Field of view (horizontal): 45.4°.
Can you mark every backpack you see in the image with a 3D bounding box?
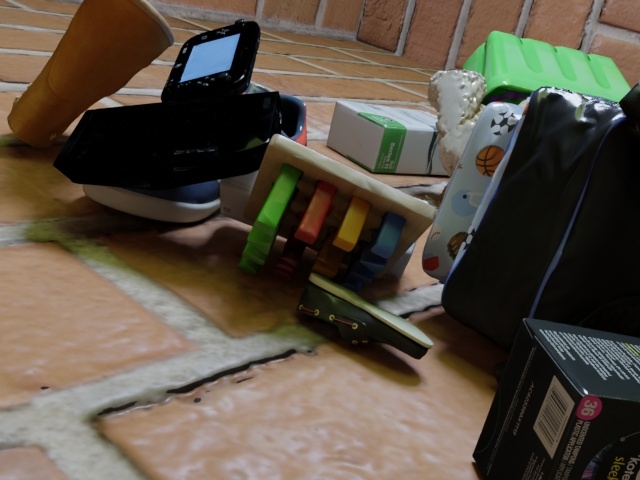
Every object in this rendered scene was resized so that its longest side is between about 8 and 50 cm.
[{"bbox_3d":[0.248,-0.006,0.754,0.263,0.277,0.213,14,16,-41],"label":"backpack"}]

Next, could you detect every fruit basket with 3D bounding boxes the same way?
[{"bbox_3d":[0.445,-0.197,1.478,0.392,0.283,0.392,9,63,-19],"label":"fruit basket"}]

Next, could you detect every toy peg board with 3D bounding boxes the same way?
[{"bbox_3d":[0.000,0.000,0.727,0.160,0.079,0.161,25,-25,-4],"label":"toy peg board"}]

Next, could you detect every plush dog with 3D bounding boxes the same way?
[{"bbox_3d":[0.279,-0.122,1.169,0.262,0.211,0.225,25,4,37],"label":"plush dog"}]

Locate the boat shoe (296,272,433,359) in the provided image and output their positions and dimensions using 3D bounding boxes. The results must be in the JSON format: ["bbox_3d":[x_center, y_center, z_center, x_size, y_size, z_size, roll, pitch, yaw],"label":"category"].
[{"bbox_3d":[0.038,0.073,0.676,0.133,0.042,0.049,25,2,29],"label":"boat shoe"}]

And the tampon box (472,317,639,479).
[{"bbox_3d":[0.203,0.135,0.498,0.161,0.120,0.101,11,19,-9],"label":"tampon box"}]

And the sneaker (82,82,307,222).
[{"bbox_3d":[-0.134,-0.120,0.917,0.131,0.148,0.350,24,22,25],"label":"sneaker"}]

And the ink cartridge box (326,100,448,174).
[{"bbox_3d":[0.141,-0.180,1.358,0.208,0.087,0.153,-1,24,-34],"label":"ink cartridge box"}]

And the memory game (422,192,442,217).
[{"bbox_3d":[0.239,-0.034,1.143,0.186,0.012,0.186,12,19,-4],"label":"memory game"}]

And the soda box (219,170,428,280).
[{"bbox_3d":[0.001,-0.035,0.833,0.216,0.074,0.069,20,64,4],"label":"soda box"}]

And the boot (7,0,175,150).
[{"bbox_3d":[-0.285,-0.198,0.913,0.104,0.211,0.295,45,-7,-13],"label":"boot"}]

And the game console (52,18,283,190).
[{"bbox_3d":[-0.146,-0.165,0.858,0.213,0.044,0.361,-5,36,5],"label":"game console"}]
